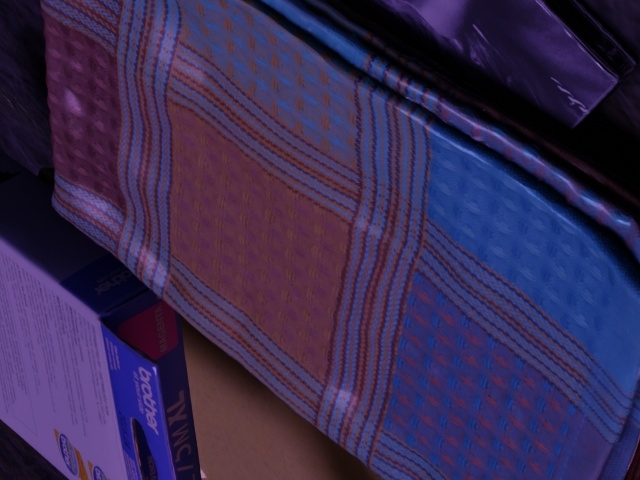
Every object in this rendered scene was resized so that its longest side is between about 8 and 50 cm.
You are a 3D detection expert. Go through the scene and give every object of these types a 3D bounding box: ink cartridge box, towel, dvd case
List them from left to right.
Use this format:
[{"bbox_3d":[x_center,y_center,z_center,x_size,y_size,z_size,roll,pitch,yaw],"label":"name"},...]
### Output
[{"bbox_3d":[-0.164,0.055,1.112,0.311,0.065,0.186,35,143,39],"label":"ink cartridge box"},{"bbox_3d":[0.000,0.000,0.828,0.370,0.040,0.271,36,145,25],"label":"towel"},{"bbox_3d":[0.018,-0.115,0.734,0.221,0.018,0.164,47,160,5],"label":"dvd case"}]

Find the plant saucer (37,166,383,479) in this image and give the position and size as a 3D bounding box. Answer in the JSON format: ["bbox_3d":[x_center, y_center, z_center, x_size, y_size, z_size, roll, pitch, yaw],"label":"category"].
[{"bbox_3d":[-0.025,0.133,1.121,0.332,0.081,0.333,33,143,37],"label":"plant saucer"}]
